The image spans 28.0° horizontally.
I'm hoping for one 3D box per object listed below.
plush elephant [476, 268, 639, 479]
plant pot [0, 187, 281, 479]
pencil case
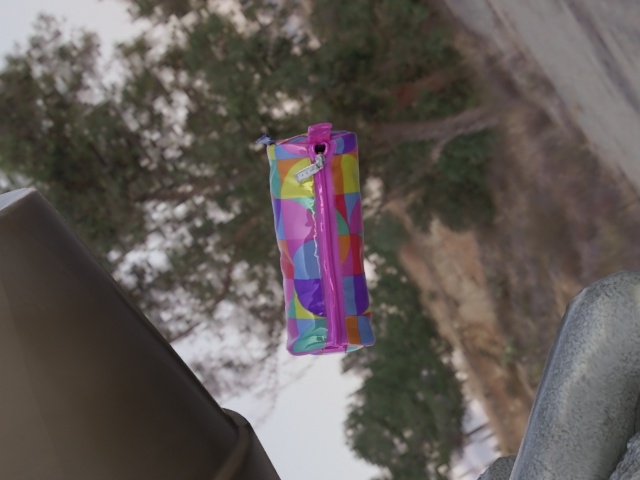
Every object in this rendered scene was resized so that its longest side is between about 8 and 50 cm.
[{"bbox_3d":[0.184,0.221,0.599,0.255,0.272,0.330,20,-133,5],"label":"plush elephant"},{"bbox_3d":[-0.224,0.128,0.887,0.323,0.323,0.280,-77,-36,-75],"label":"plant pot"},{"bbox_3d":[0.000,0.000,1.301,0.104,0.104,0.236,-41,-55,-79],"label":"pencil case"}]
